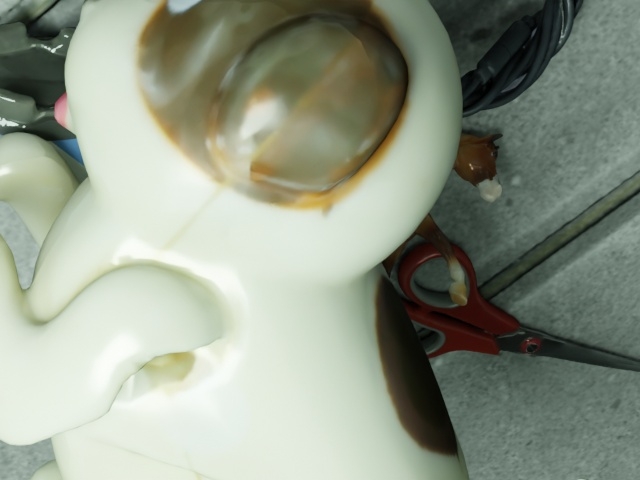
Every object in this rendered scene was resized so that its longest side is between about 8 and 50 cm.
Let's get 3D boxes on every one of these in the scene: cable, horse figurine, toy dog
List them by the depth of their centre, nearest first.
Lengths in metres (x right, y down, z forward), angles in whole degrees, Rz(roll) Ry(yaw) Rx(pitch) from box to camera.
[{"bbox_3d":[-0.041,0.040,0.940,0.395,0.284,0.408,11,111,16],"label":"toy dog"},{"bbox_3d":[0.101,-0.152,1.106,0.184,0.047,0.150,-5,105,-27],"label":"cable"},{"bbox_3d":[0.000,0.000,1.186,0.263,0.174,0.066,-11,138,10],"label":"horse figurine"}]

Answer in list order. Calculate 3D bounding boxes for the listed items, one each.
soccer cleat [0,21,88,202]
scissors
[{"bbox_3d":[-0.086,-0.063,1.132,0.331,0.116,0.143,5,142,-17],"label":"soccer cleat"},{"bbox_3d":[0.146,0.083,1.385,0.297,0.021,0.109,28,116,-36],"label":"scissors"}]
